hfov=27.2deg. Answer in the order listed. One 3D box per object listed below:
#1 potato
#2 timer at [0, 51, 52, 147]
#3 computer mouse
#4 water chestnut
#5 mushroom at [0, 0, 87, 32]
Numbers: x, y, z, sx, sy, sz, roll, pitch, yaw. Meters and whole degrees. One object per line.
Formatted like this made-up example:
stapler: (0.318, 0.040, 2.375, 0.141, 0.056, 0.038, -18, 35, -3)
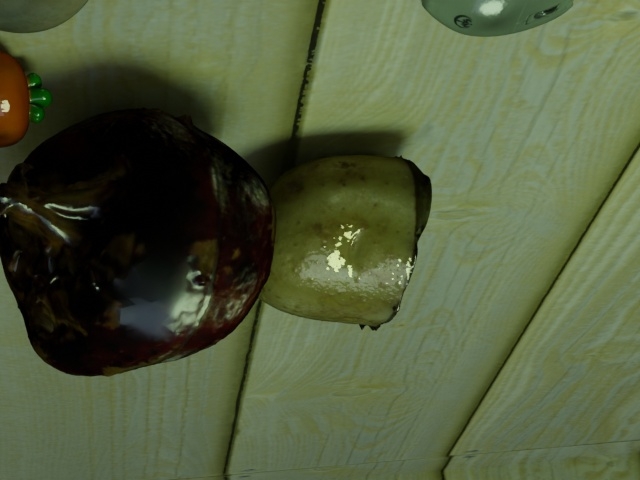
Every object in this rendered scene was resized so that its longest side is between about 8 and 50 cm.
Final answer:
potato: (0.000, 0.000, 1.721, 0.243, 0.242, 0.285, 1, 166, -18)
timer: (-0.356, -0.155, 1.443, 0.136, 0.099, 0.136, -14, 164, -4)
computer mouse: (0.203, -0.258, 1.446, 0.182, 0.056, 0.089, -5, 157, -8)
water chestnut: (-0.239, -0.004, 1.509, 0.335, 0.335, 0.347, -25, 163, 29)
mushroom: (-0.248, -0.293, 1.141, 0.215, 0.207, 0.207, -35, 164, -27)
